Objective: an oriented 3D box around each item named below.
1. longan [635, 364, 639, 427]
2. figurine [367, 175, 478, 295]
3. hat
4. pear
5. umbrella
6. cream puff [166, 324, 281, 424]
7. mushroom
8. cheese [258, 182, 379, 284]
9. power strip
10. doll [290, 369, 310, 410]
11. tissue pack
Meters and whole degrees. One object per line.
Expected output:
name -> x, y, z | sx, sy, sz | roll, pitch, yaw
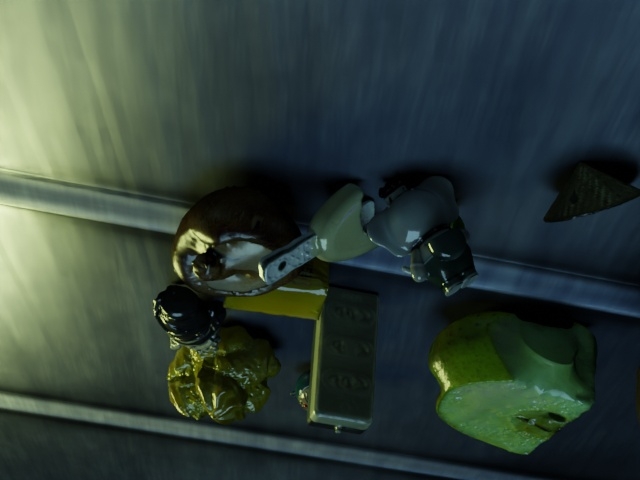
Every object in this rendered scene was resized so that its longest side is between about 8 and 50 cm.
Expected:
longan -> 0.701, 0.256, 1.866 | 0.403, 0.436, 0.404 | -2, 116, -4
figurine -> 0.151, -0.010, 1.748 | 0.147, 0.192, 0.126 | -31, 166, -10
hat -> 0.373, -0.079, 1.696 | 0.146, 0.067, 0.146 | -18, -174, 2
pear -> 0.318, 0.231, 2.144 | 0.281, 0.176, 0.286 | 15, 145, -13
umbrella -> -0.222, 0.119, 2.045 | 0.113, 0.106, 0.358 | 10, 167, 0
cream puff -> -0.190, 0.258, 2.275 | 0.221, 0.195, 0.194 | -15, 145, 27
mushroom -> -0.124, 0.000, 1.846 | 0.194, 0.138, 0.231 | 2, 157, -36
cheese -> 0.001, 0.001, 1.779 | 0.049, 0.235, 0.127 | 32, 139, 36
power strip -> 0.040, 0.205, 2.050 | 0.105, 0.257, 0.070 | 10, 150, -9
doll -> 0.014, 0.294, 2.397 | 0.151, 0.085, 0.114 | -9, 126, 6
tissue pack -> -0.075, 0.071, 2.009 | 0.169, 0.082, 0.120 | 9, 149, -5
